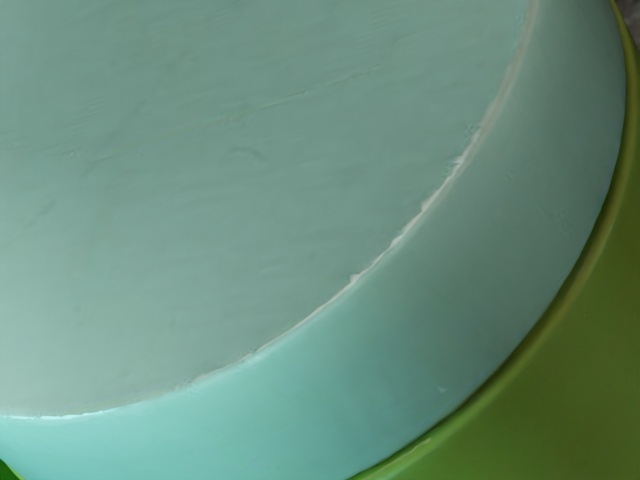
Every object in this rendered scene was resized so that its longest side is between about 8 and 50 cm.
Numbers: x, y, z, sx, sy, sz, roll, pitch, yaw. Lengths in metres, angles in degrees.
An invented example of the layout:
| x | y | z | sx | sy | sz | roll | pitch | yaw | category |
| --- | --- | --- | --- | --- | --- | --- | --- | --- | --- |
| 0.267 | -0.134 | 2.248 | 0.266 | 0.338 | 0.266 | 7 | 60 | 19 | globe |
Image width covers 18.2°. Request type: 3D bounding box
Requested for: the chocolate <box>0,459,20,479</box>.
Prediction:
| x | y | z | sx | sy | sz | roll | pitch | yaw | category |
| --- | --- | --- | --- | --- | --- | --- | --- | --- | --- |
| -0.262 | 0.062 | 0.750 | 0.301 | 0.137 | 0.289 | -34 | 46 | 5 | chocolate |

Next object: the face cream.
| x | y | z | sx | sy | sz | roll | pitch | yaw | category |
| --- | --- | --- | --- | --- | --- | --- | --- | --- | --- |
| 0.000 | 0.000 | 0.591 | 0.218 | 0.179 | 0.218 | -17 | 50 | 22 | face cream |
